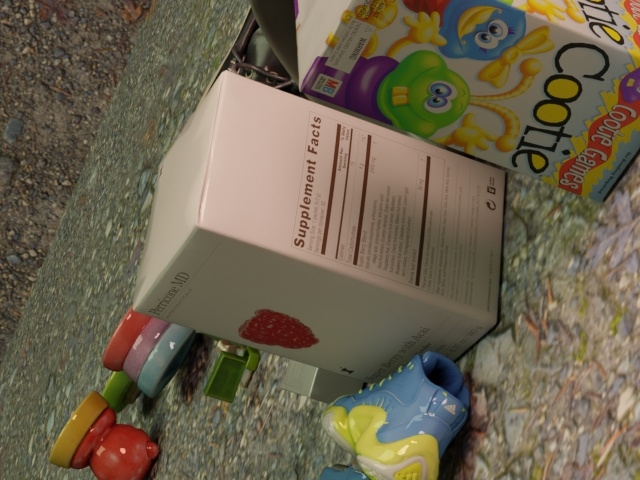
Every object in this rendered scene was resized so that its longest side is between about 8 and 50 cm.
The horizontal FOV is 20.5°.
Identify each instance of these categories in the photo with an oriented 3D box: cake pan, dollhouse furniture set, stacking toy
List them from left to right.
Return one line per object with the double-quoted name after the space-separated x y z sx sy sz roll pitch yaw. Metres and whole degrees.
-0.238 0.201 2.567 0.309 0.130 0.279 -61 -6 24 "stacking toy"
-0.126 0.149 2.239 0.059 0.076 0.152 -67 19 12 "dollhouse furniture set"
0.045 -0.166 1.752 0.054 0.293 0.293 -43 14 -11 "cake pan"

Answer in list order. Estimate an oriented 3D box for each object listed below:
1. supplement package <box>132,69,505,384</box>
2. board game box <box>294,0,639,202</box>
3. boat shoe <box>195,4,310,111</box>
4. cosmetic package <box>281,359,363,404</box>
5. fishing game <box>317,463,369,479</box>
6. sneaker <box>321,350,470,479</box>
0.000 0.000 1.639 0.177 0.293 0.175 131 152 -53 "supplement package"
0.134 -0.164 1.424 0.142 0.275 0.144 -94 28 -50 "board game box"
-0.038 -0.187 2.142 0.156 0.186 0.500 133 156 -65 "boat shoe"
0.032 0.056 1.874 0.099 0.060 0.239 6 78 70 "cosmetic package"
0.009 0.310 1.728 0.264 0.041 0.189 -17 56 59 "fishing game"
0.080 0.159 1.621 0.126 0.091 0.240 -53 17 -1 "sneaker"
